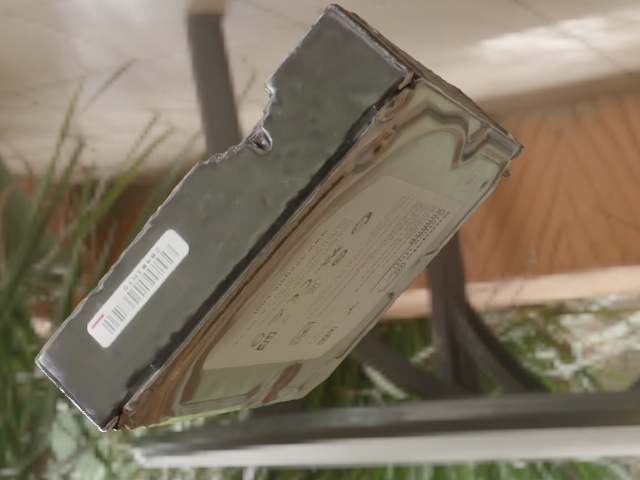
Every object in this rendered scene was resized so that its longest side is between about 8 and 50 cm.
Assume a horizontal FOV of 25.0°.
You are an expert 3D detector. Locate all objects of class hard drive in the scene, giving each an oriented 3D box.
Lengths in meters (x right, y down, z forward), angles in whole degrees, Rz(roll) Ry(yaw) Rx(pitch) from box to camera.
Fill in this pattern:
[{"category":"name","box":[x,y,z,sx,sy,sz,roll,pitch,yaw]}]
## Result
[{"category":"hard drive","box":[0.000,0.000,0.845,0.237,0.064,0.339,-49,166,9]}]
